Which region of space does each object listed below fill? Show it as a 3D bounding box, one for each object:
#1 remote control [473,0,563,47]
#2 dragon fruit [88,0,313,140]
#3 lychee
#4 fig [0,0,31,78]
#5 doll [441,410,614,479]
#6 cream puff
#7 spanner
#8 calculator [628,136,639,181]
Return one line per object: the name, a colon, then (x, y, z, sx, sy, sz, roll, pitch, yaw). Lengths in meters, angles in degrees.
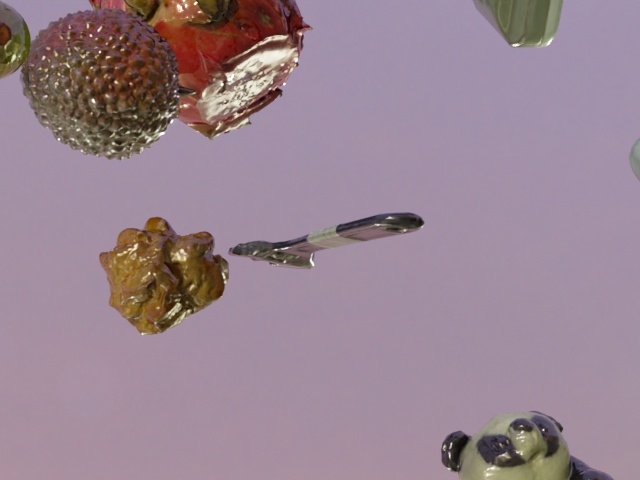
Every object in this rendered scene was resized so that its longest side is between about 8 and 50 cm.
remote control: (0.179, -0.335, 1.054, 0.065, 0.128, 0.335, -5, -58, -15)
dragon fruit: (-0.165, -0.293, 1.535, 0.250, 0.291, 0.269, -29, -21, -17)
lychee: (-0.225, -0.167, 1.335, 0.197, 0.165, 0.165, -6, -43, -46)
fig: (-0.286, -0.173, 1.077, 0.074, 0.088, 0.074, -4, -82, -31)
doll: (0.205, 0.259, 1.145, 0.143, 0.135, 0.234, -33, -60, 0)
cream puff: (-0.147, 0.031, 1.187, 0.122, 0.116, 0.094, 24, -36, -24)
spanner: (0.000, 0.000, 1.100, 0.087, 0.024, 0.316, 7, -8, -22)
calculator: (0.325, -0.045, 0.927, 0.141, 0.246, 0.045, -34, -54, 11)
